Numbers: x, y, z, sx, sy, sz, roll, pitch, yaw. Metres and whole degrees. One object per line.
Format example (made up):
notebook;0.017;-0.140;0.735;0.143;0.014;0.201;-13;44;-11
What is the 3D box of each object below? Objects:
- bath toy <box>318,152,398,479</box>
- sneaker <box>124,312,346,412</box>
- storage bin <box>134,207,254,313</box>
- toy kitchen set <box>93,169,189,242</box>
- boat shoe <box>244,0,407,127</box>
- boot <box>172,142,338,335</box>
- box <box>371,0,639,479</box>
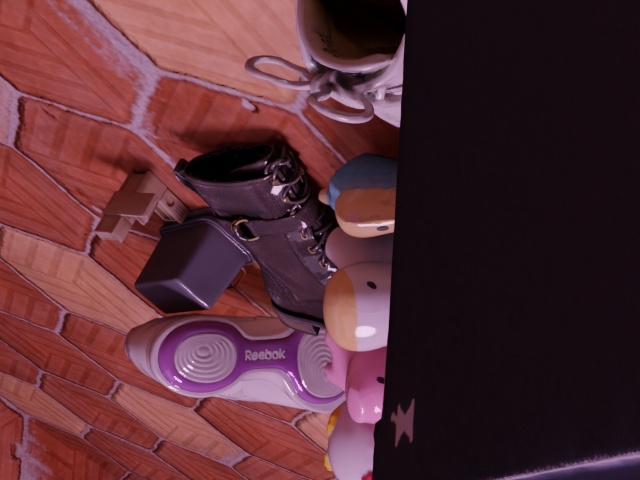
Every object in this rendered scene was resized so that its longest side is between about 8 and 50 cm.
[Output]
bath toy;0.063;0.101;1.156;0.129;0.151;0.348;18;129;27
sneaker;-0.082;0.128;1.500;0.305;0.114;0.152;12;175;-34
storage bin;-0.141;0.034;1.451;0.098;0.091;0.135;43;154;-23
toy kitchen set;-0.182;-0.022;1.396;0.068;0.083;0.075;4;147;44
boat shoe;0.025;-0.141;0.834;0.135;0.156;0.367;22;159;16
boot;0.000;0.000;1.251;0.262;0.091;0.229;1;137;34
box;0.246;-0.019;0.536;0.395;0.294;0.212;11;161;-19
